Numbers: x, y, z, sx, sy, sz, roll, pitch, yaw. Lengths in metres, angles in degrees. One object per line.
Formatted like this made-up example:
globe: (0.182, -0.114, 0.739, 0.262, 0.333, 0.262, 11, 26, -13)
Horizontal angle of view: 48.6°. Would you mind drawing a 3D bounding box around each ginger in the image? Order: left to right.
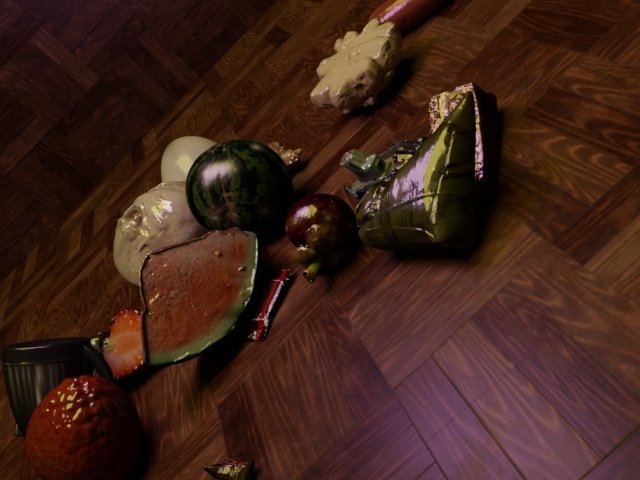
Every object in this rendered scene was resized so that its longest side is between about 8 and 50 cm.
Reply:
ginger: (-0.127, -0.206, 1.970, 0.137, 0.074, 0.213, -60, 33, -3)

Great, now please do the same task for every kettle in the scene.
kettle: (-0.627, 0.375, 1.707, 0.207, 0.251, 0.270, 172, 96, -68)

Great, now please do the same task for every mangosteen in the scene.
mangosteen: (0.010, -0.007, 1.458, 0.146, 0.156, 0.181, -19, 62, 1)

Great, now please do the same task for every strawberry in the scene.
strawberry: (-0.465, 0.269, 1.791, 0.286, 0.106, 0.188, -15, 62, 26)

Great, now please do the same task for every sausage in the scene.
sausage: (0.239, -0.649, 1.996, 0.259, 0.113, 0.113, -29, 32, 30)

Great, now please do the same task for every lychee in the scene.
lychee: (-0.499, 0.420, 1.501, 0.255, 0.255, 0.299, -131, 52, -63)

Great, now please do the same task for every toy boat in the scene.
toy boat: (0.131, -0.157, 1.487, 0.262, 0.115, 0.114, -17, 40, 44)

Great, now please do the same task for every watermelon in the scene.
watermelon: (-0.232, 0.111, 1.569, 0.222, 0.319, 0.292, -13, 82, 22)
watermelon: (-0.196, -0.129, 1.765, 0.269, 0.269, 0.269, -34, 30, 23)

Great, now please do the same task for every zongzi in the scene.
zongzi: (-0.162, 0.398, 1.215, 0.083, 0.074, 0.067, -10, 62, 51)
zongzi: (0.172, -0.118, 1.278, 0.251, 0.125, 0.274, -3, 82, 51)

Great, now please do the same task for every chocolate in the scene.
chocolate: (-0.116, 0.138, 1.544, 0.086, 0.028, 0.182, -8, 48, 42)

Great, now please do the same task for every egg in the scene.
egg: (-0.435, -0.230, 2.327, 0.264, 0.174, 0.286, -40, 31, 22)

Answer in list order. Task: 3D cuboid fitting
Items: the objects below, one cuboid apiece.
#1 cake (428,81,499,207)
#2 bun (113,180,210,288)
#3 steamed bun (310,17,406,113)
cake: (0.268, -0.178, 1.342, 0.116, 0.113, 0.295, -23, 48, 40)
bun: (-0.473, -0.038, 2.081, 0.361, 0.213, 0.361, -33, 33, 25)
steamed bun: (0.111, -0.438, 1.875, 0.292, 0.137, 0.295, -44, 33, 4)
